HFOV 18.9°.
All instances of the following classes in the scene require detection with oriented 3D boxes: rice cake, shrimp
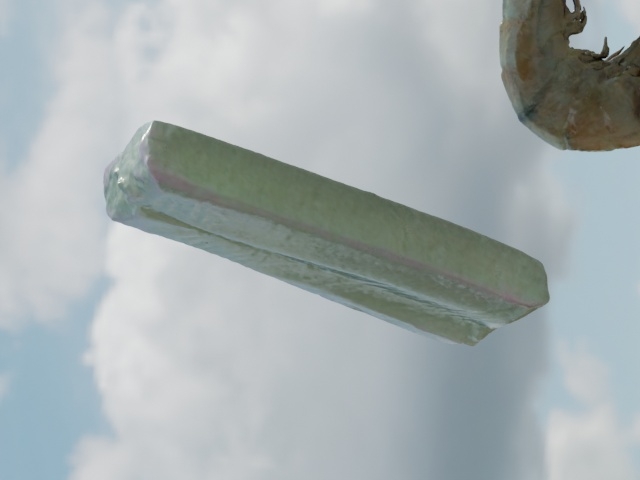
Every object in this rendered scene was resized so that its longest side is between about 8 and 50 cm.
[{"bbox_3d":[-0.001,-0.001,0.926,0.222,0.080,0.042,20,-114,-24],"label":"rice cake"},{"bbox_3d":[0.195,-0.128,1.065,0.035,0.195,0.148,-85,-11,-89],"label":"shrimp"}]
